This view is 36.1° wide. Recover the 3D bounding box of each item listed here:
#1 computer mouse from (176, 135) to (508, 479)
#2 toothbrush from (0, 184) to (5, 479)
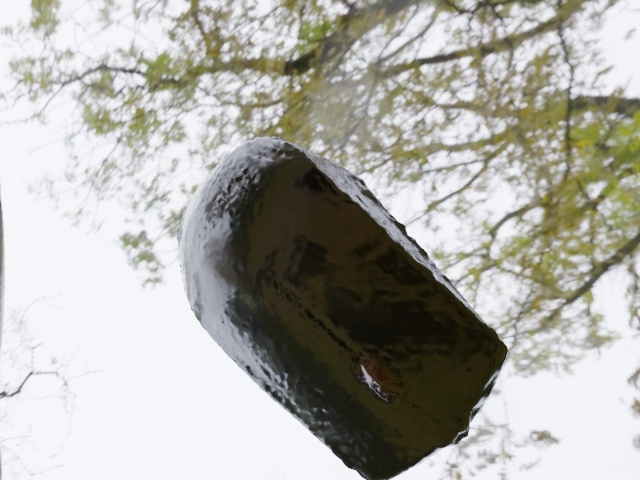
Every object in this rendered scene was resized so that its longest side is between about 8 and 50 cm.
[{"bbox_3d":[-0.003,0.045,0.741,0.295,0.168,0.087,45,-163,22],"label":"computer mouse"},{"bbox_3d":[-0.214,0.090,0.618,0.029,0.307,0.025,8,-150,-6],"label":"toothbrush"}]
